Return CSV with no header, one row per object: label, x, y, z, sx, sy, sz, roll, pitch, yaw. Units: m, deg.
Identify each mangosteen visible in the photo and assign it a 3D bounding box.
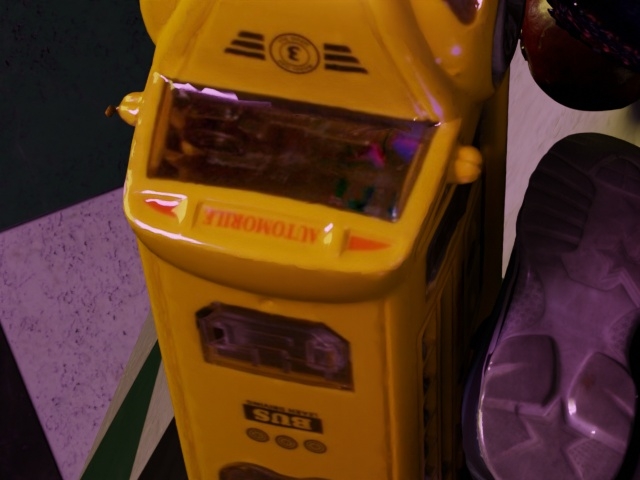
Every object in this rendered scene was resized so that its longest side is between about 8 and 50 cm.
mangosteen,0.130,-0.099,0.879,0.081,0.081,0.081,-62,11,21

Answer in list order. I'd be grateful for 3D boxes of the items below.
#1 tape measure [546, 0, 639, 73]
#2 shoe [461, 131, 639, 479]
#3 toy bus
tape measure,0.160,-0.164,0.691,0.202,0.135,0.223,163,129,-78
shoe,0.094,0.040,0.769,0.099,0.071,0.169,119,171,-63
toy bus,0.000,0.000,0.781,0.330,0.144,0.152,85,-159,-51
